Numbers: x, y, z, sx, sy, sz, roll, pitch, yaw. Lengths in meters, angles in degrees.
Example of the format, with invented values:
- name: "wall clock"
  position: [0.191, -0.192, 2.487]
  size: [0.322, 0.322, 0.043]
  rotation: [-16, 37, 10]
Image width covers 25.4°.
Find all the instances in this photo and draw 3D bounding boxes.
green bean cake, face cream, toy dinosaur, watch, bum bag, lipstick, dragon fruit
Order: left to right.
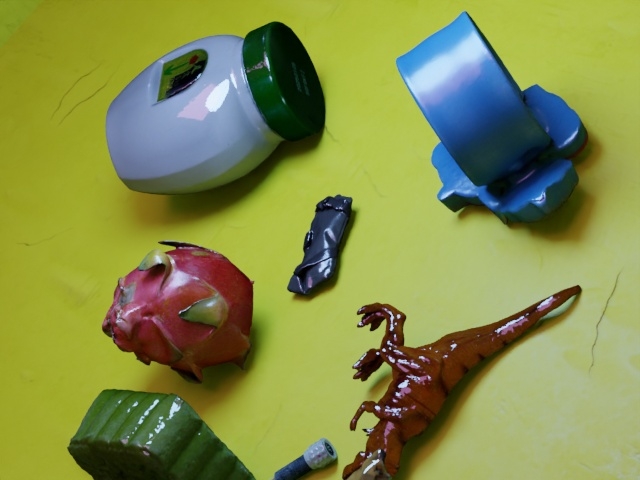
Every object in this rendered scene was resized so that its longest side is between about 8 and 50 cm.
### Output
- name: "green bean cake"
  position: [-0.229, 0.321, 2.040]
  size: [0.248, 0.222, 0.125]
  rotation: [2, 48, 49]
- name: "dragon fruit"
  position: [-0.219, 0.110, 2.225]
  size: [0.224, 0.227, 0.224]
  rotation: [-166, 90, -75]
- name: "face cream"
  position: [-0.192, -0.229, 2.524]
  size: [0.357, 0.219, 0.312]
  rotation: [-19, 42, 22]
- name: "lipstick"
  position: [-0.033, 0.323, 2.020]
  size: [0.116, 0.037, 0.037]
  rotation: [-33, 39, 18]
- name: "bum bag"
  position: [0.000, 0.000, 2.283]
  size: [0.087, 0.049, 0.197]
  rotation: [-12, 47, 39]
- name: "toy dinosaur"
  position: [0.141, 0.164, 1.971]
  size: [0.432, 0.097, 0.208]
  rotation: [-49, 52, -4]
- name: "watch"
  position: [0.236, -0.168, 2.059]
  size: [0.241, 0.274, 0.305]
  rotation: [-34, 34, 9]

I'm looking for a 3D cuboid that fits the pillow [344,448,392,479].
- name: "pillow"
  position: [0.008, 0.462, 1.735]
  size: [0.312, 0.119, 0.310]
  rotation: [-37, 51, 26]
